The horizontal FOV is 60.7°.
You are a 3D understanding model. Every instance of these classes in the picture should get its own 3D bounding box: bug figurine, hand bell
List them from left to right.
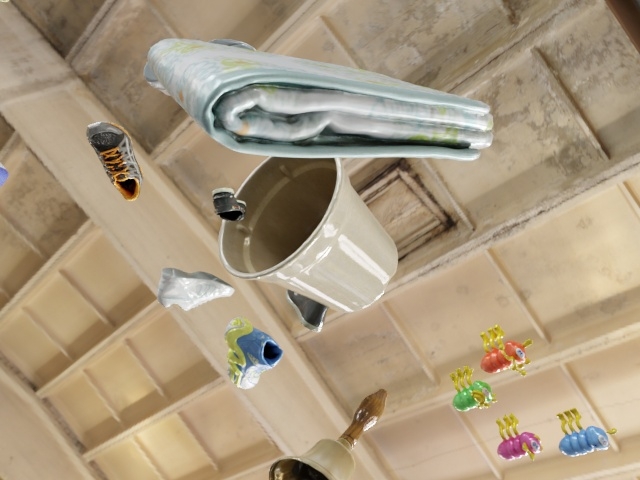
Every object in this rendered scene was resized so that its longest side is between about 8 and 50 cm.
[{"bbox_3d":[0.043,0.297,0.822,0.126,0.242,0.126,15,-60,27],"label":"hand bell"},{"bbox_3d":[0.349,0.293,0.950,0.279,0.072,0.216,46,-48,5],"label":"bug figurine"}]

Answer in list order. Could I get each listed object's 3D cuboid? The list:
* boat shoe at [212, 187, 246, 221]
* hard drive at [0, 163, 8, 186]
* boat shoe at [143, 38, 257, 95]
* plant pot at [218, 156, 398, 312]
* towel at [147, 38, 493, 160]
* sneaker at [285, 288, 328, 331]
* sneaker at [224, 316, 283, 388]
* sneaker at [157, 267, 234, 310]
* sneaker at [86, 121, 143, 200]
[{"bbox_3d":[-0.152,-0.050,0.919,0.049,0.133,0.042,-11,-100,0],"label":"boat shoe"},{"bbox_3d":[-0.407,-0.024,0.407,0.210,0.319,0.040,-42,-93,-4],"label":"hard drive"},{"bbox_3d":[-0.205,-0.308,0.994,0.226,0.076,0.083,3,-103,18],"label":"boat shoe"},{"bbox_3d":[0.000,0.000,1.210,0.334,0.334,0.305,-23,-43,30],"label":"plant pot"},{"bbox_3d":[-0.009,-0.181,0.710,0.320,0.374,0.090,41,-55,55],"label":"towel"},{"bbox_3d":[-0.019,0.144,1.471,0.083,0.222,0.118,23,-78,-27],"label":"sneaker"},{"bbox_3d":[-0.149,0.284,1.262,0.126,0.091,0.240,20,-40,25],"label":"sneaker"},{"bbox_3d":[-0.211,0.085,0.920,0.053,0.152,0.061,25,-83,39],"label":"sneaker"},{"bbox_3d":[-0.453,-0.177,1.229,0.084,0.083,0.215,-17,-37,0],"label":"sneaker"}]
